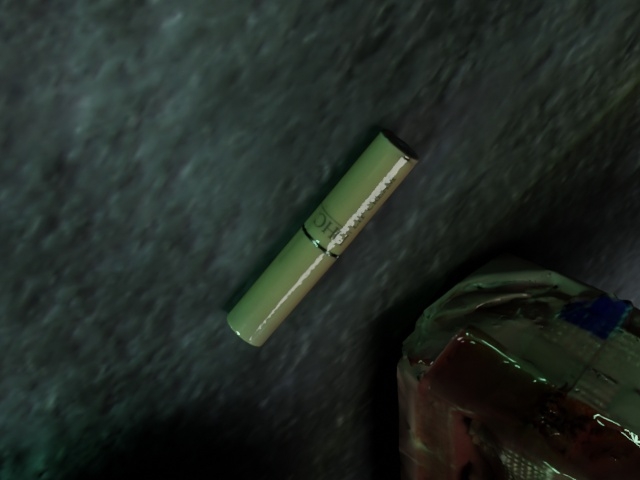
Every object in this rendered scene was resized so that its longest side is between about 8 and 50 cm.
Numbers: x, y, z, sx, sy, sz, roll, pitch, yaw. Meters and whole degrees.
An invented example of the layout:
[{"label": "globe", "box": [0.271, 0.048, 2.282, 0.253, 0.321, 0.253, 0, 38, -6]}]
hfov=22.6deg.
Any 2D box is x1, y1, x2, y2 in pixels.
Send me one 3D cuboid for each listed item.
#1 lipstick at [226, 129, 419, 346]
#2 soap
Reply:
[{"label": "lipstick", "box": [0.000, 0.000, 0.588, 0.094, 0.019, 0.019, -51, 145, 16]}, {"label": "soap", "box": [0.123, 0.144, 0.720, 0.098, 0.218, 0.273, -41, 146, -28]}]
